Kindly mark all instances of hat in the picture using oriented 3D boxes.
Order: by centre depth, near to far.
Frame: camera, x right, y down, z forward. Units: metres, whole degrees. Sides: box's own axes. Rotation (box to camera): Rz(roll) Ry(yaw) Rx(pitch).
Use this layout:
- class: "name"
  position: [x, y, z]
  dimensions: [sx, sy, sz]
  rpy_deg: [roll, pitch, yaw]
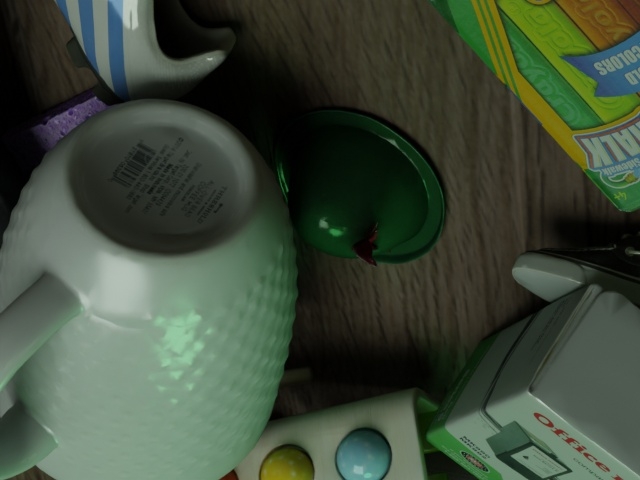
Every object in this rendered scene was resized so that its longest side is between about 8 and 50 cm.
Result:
- class: "hat"
  position: [0.000, 0.000, 1.626]
  dimensions: [0.173, 0.183, 0.208]
  rpy_deg: [21, 140, 14]

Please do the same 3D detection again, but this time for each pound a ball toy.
- class: "pound a ball toy"
  position: [-0.042, 0.203, 1.817]
  dimensions: [0.319, 0.208, 0.136]
  rpy_deg: [-14, 161, 18]

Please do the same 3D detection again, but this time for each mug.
- class: "mug"
  position: [-0.185, 0.066, 1.626]
  dimensions: [0.276, 0.374, 0.328]
  rpy_deg: [39, 148, 16]

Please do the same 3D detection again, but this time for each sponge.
- class: "sponge"
  position: [-0.216, -0.087, 1.804]
  dimensions: [0.210, 0.031, 0.117]
  rpy_deg: [-19, 119, 45]

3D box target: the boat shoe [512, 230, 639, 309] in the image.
- class: "boat shoe"
  position: [0.275, 0.032, 1.568]
  dimensions: [0.219, 0.070, 0.078]
  rpy_deg: [13, 159, 16]

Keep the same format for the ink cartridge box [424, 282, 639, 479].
- class: "ink cartridge box"
  position: [0.240, 0.167, 1.621]
  dimensions: [0.211, 0.121, 0.289]
  rpy_deg: [36, 161, -3]

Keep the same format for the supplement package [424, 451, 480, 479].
- class: "supplement package"
  position: [0.098, 0.376, 1.866]
  dimensions: [0.175, 0.293, 0.177]
  rpy_deg: [6, 135, 29]

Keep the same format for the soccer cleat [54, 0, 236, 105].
- class: "soccer cleat"
  position: [-0.197, -0.259, 1.565]
  dimensions: [0.143, 0.116, 0.331]
  rpy_deg: [-20, 123, 30]

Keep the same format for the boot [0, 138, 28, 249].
- class: "boot"
  position: [-0.417, -0.083, 1.870]
  dimensions: [0.367, 0.146, 0.445]
  rpy_deg: [34, 162, 35]

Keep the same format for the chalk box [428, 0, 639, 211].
- class: "chalk box"
  position: [0.254, -0.151, 1.301]
  dimensions: [0.289, 0.179, 0.180]
  rpy_deg: [45, 140, -14]
